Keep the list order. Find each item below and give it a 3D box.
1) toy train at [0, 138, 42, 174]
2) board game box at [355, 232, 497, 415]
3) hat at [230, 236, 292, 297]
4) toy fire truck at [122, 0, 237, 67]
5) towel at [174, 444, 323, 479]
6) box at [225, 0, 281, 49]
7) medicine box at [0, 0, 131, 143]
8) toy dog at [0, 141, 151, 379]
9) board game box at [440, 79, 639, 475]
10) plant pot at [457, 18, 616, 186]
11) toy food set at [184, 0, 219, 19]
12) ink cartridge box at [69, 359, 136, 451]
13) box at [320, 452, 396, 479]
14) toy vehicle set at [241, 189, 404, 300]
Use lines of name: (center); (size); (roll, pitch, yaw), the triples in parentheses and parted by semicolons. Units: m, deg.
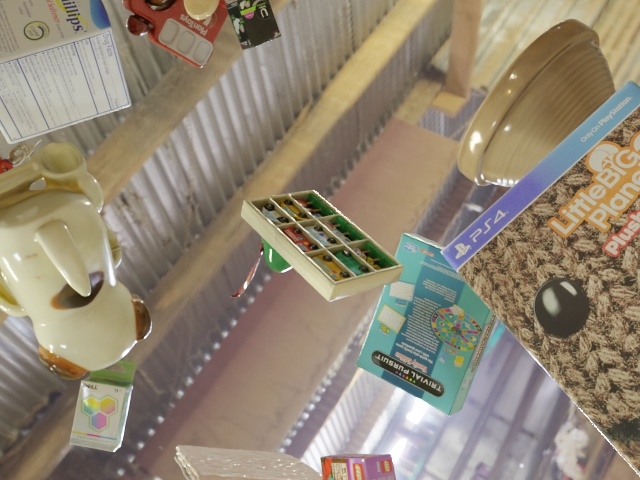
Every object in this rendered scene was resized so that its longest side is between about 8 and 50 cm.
toy train: (-0.690, -0.181, 1.416); (0.248, 0.105, 0.143); (-58, -46, -35)
board game box: (0.253, 0.183, 1.594); (0.079, 0.254, 0.335); (3, -71, -58)
hat: (-0.103, 0.053, 1.522); (0.183, 0.173, 0.208); (-61, -15, -13)
toy fire truck: (-0.329, -0.565, 1.634); (0.302, 0.169, 0.253); (19, -79, -53)
towel: (-0.157, 0.530, 1.605); (0.332, 0.317, 0.053); (166, 112, -71)
box: (-0.118, -0.390, 1.251); (0.062, 0.052, 0.083); (-29, -68, -24)
medicine box: (-0.575, -0.372, 1.485); (0.290, 0.149, 0.263); (-22, -21, -15)
toy dog: (-0.476, 0.067, 1.361); (0.285, 0.396, 0.407); (-40, -44, -33)
board game box: (0.295, 0.049, 0.605); (0.232, 0.291, 0.141); (-44, -38, 8)
plant pot: (0.293, -0.147, 0.891); (0.237, 0.110, 0.237); (-37, -24, -20)
toy food set: (-0.212, -0.438, 1.266); (0.020, 0.083, 0.083); (-3, -61, -62)
ink cartridge box: (-0.519, 0.388, 1.688); (0.062, 0.109, 0.209); (85, -164, -85)
box: (0.078, 0.518, 1.211); (0.201, 0.057, 0.293); (144, 120, -62)
toy vehicle set: (0.000, 0.000, 1.258); (0.166, 0.267, 0.035); (-13, -48, -40)
